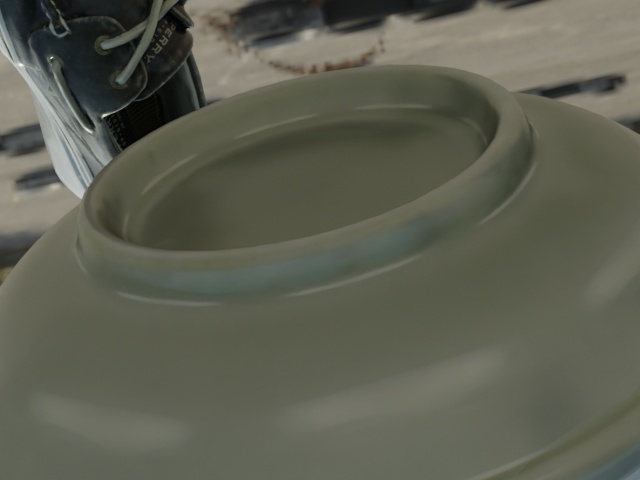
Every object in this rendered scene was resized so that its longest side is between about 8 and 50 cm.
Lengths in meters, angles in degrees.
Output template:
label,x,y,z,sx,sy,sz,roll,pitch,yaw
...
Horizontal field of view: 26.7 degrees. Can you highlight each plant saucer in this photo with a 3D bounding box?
label,x,y,z,sx,sy,sz,roll,pitch,yaw
plant saucer,0.000,0.000,0.646,0.400,0.101,0.400,-11,-155,5

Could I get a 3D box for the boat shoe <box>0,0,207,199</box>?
label,x,y,z,sx,sy,sz,roll,pitch,yaw
boat shoe,-0.126,-0.130,0.821,0.119,0.121,0.335,22,153,26

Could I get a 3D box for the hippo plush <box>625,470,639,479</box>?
label,x,y,z,sx,sy,sz,roll,pitch,yaw
hippo plush,0.097,0.164,0.816,0.234,0.237,0.294,16,-141,19
